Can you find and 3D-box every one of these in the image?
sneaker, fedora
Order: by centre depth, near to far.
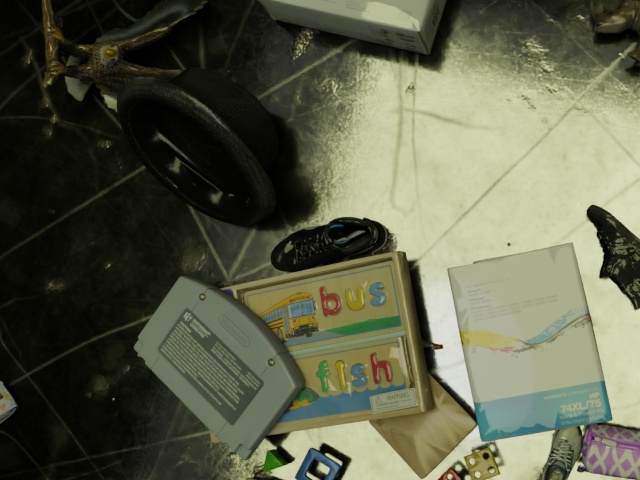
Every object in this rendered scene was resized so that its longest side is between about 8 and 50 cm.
[{"bbox_3d":[0.390,0.357,1.514,0.052,0.058,0.135,17,88,16],"label":"sneaker"},{"bbox_3d":[0.480,0.026,1.527,0.170,0.051,0.089,43,91,12],"label":"sneaker"},{"bbox_3d":[0.000,0.000,1.623,0.217,0.121,0.079,-15,80,13],"label":"sneaker"},{"bbox_3d":[-0.189,-0.185,1.647,0.334,0.334,0.152,27,58,16],"label":"fedora"}]

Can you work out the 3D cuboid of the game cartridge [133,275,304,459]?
[{"bbox_3d":[-0.173,0.207,1.623,0.297,0.062,0.198,41,99,21],"label":"game cartridge"}]

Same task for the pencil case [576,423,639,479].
[{"bbox_3d":[0.510,0.334,1.468,0.206,0.088,0.086,5,51,13],"label":"pencil case"}]

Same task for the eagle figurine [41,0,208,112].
[{"bbox_3d":[-0.363,-0.340,1.748,0.298,0.225,0.226,-2,128,-14],"label":"eagle figurine"}]

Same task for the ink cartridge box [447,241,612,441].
[{"bbox_3d":[0.330,0.158,1.478,0.197,0.198,0.270,-13,82,14],"label":"ink cartridge box"}]

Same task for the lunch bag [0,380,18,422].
[{"bbox_3d":[-0.631,0.315,1.797,0.083,0.053,0.071,-38,77,-1],"label":"lunch bag"}]

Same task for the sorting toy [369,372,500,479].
[{"bbox_3d":[0.181,0.312,1.576,0.132,0.046,0.274,-47,69,6],"label":"sorting toy"}]

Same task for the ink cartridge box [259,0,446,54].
[{"bbox_3d":[0.078,-0.503,1.650,0.310,0.130,0.271,17,87,16],"label":"ink cartridge box"}]

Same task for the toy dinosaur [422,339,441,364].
[{"bbox_3d":[0.162,0.172,1.606,0.082,0.047,0.090,-11,70,-5],"label":"toy dinosaur"}]

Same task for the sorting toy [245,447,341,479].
[{"bbox_3d":[-0.061,0.524,1.626,0.196,0.047,0.347,13,87,20],"label":"sorting toy"}]

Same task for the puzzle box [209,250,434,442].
[{"bbox_3d":[-0.024,0.187,1.615,0.409,0.052,0.272,-14,80,22],"label":"puzzle box"}]

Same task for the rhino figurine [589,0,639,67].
[{"bbox_3d":[0.550,-0.335,1.536,0.243,0.073,0.106,33,97,17],"label":"rhino figurine"}]
